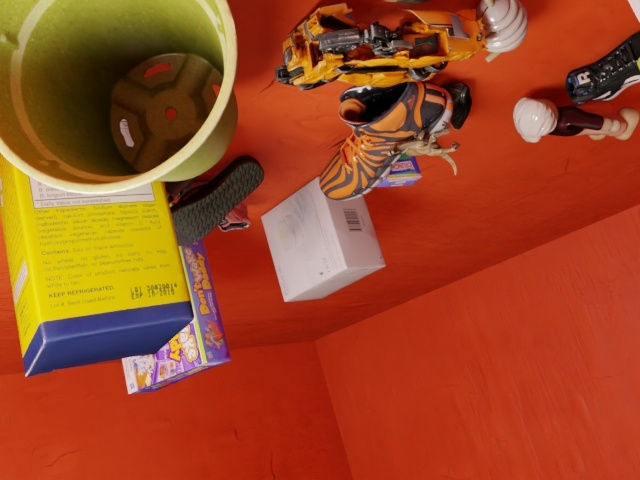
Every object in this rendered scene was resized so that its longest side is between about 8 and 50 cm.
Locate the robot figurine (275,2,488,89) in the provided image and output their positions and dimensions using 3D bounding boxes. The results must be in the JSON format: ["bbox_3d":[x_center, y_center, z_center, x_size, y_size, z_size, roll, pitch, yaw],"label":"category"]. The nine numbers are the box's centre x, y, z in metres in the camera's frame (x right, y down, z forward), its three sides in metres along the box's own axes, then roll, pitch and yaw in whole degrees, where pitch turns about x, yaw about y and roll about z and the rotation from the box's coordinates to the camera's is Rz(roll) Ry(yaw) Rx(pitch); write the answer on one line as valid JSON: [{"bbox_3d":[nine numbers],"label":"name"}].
[{"bbox_3d":[0.077,-0.272,0.961,0.291,0.085,0.211,-8,178,-28],"label":"robot figurine"}]

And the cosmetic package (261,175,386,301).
[{"bbox_3d":[0.000,0.000,1.581,0.138,0.224,0.225,-2,158,-43],"label":"cosmetic package"}]

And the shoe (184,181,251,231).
[{"bbox_3d":[-0.213,-0.068,1.402,0.063,0.081,0.178,-27,161,32],"label":"shoe"}]

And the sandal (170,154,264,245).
[{"bbox_3d":[-0.221,-0.076,1.333,0.255,0.054,0.097,-35,136,2],"label":"sandal"}]

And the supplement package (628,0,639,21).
[{"bbox_3d":[0.489,-0.373,0.854,0.262,0.204,0.145,-3,157,-39],"label":"supplement package"}]

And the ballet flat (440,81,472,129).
[{"bbox_3d":[0.263,-0.263,1.309,0.049,0.057,0.173,22,172,17],"label":"ballet flat"}]

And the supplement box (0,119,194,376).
[{"bbox_3d":[-0.334,-0.015,0.963,0.194,0.356,0.195,-5,161,-32],"label":"supplement box"}]

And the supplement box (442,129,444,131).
[{"bbox_3d":[0.197,-0.222,1.361,0.083,0.043,0.055,-11,163,-22],"label":"supplement box"}]

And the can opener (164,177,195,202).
[{"bbox_3d":[-0.250,-0.132,1.217,0.283,0.076,0.095,-32,-170,43],"label":"can opener"}]

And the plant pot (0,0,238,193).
[{"bbox_3d":[-0.208,-0.174,0.796,0.276,0.276,0.254,-17,175,3],"label":"plant pot"}]

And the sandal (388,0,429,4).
[{"bbox_3d":[0.094,-0.338,0.842,0.090,0.060,0.219,-24,164,26],"label":"sandal"}]

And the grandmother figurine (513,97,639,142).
[{"bbox_3d":[0.524,-0.257,1.440,0.342,0.104,0.208,-5,-179,-41],"label":"grandmother figurine"}]

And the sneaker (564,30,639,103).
[{"bbox_3d":[0.552,-0.324,1.303,0.121,0.079,0.217,-13,164,-13],"label":"sneaker"}]

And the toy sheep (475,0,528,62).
[{"bbox_3d":[0.265,-0.325,1.014,0.091,0.091,0.132,-23,158,21],"label":"toy sheep"}]

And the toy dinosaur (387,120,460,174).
[{"bbox_3d":[0.201,-0.168,1.211,0.183,0.053,0.093,7,157,-35],"label":"toy dinosaur"}]

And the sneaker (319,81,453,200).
[{"bbox_3d":[0.072,-0.193,1.238,0.180,0.124,0.321,7,141,-46],"label":"sneaker"}]

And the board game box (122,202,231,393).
[{"bbox_3d":[-0.338,0.126,1.451,0.233,0.347,0.078,-26,161,28],"label":"board game box"}]

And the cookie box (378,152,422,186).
[{"bbox_3d":[0.147,-0.166,1.381,0.092,0.107,0.040,-7,161,-31],"label":"cookie box"}]

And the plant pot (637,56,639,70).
[{"bbox_3d":[0.557,-0.196,0.774,0.228,0.207,0.227,-11,161,-21],"label":"plant pot"}]
